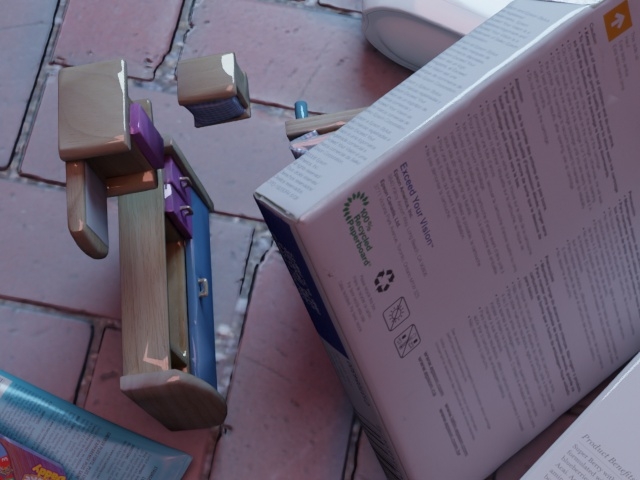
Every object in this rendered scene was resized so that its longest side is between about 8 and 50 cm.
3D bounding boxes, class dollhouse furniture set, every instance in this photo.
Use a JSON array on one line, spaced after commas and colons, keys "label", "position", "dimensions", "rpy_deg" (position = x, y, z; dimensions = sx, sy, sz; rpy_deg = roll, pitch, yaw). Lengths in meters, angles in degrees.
[{"label": "dollhouse furniture set", "position": [0.000, 0.000, 0.945], "dimensions": [0.303, 0.286, 0.198], "rpy_deg": [-9, 68, 7]}]

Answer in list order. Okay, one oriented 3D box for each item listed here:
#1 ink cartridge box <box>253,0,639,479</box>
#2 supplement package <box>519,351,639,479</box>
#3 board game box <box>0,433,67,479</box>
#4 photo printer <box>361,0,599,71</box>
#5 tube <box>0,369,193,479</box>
[{"label": "ink cartridge box", "position": [0.144, 0.000, 0.945], "dimensions": [0.330, 0.324, 0.071], "rpy_deg": [-37, 40, -17]}, {"label": "supplement package", "position": [0.260, 0.187, 0.938], "dimensions": [0.293, 0.175, 0.177], "rpy_deg": [-42, 73, -16]}, {"label": "board game box", "position": [-0.267, 0.206, 0.947], "dimensions": [0.168, 0.033, 0.133], "rpy_deg": [31, 85, -15]}, {"label": "photo printer", "position": [0.202, -0.232, 1.142], "dimensions": [0.307, 0.107, 0.256], "rpy_deg": [24, 69, 8]}, {"label": "tube", "position": [-0.210, 0.155, 1.005], "dimensions": [0.207, 0.052, 0.080], "rpy_deg": [28, 81, 4]}]
